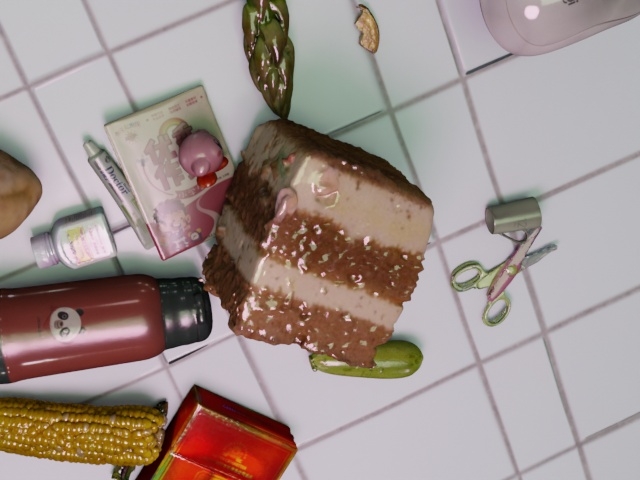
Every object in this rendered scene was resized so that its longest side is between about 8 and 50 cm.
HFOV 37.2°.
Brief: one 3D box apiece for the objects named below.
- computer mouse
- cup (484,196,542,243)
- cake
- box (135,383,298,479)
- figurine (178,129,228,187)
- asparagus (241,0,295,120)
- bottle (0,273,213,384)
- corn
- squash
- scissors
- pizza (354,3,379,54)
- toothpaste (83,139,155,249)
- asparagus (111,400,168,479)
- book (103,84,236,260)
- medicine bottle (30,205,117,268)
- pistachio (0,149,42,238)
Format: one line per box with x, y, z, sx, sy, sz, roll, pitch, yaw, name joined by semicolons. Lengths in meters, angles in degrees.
0.373;-0.381;1.368;0.296;0.121;0.184;-20;108;-5;computer mouse
0.325;-0.034;1.615;0.083;0.054;0.075;-11;139;-7;cup
0.000;0.000;1.422;0.282;0.256;0.290;20;104;-26;cake
-0.204;0.423;1.608;0.197;0.089;0.313;29;98;-19;box
-0.178;-0.125;1.416;0.067;0.083;0.071;-13;124;8;figurine
-0.081;-0.316;1.409;0.080;0.080;0.287;-13;111;-9;asparagus
-0.333;0.127;1.451;0.336;0.144;0.144;-6;109;-12;bottle
-0.402;0.303;1.509;0.313;0.102;0.102;5;106;-4;corn
0.078;0.204;1.617;0.201;0.066;0.066;0;107;-13;squash
0.325;0.052;1.654;0.187;0.020;0.133;-41;108;3;scissors
0.072;-0.327;1.474;0.037;0.016;0.083;-22;115;-7;pizza
-0.301;-0.072;1.458;0.048;0.029;0.197;-36;115;-8;toothpaste
-0.298;0.335;1.587;0.036;0.030;0.165;34;99;1;asparagus
-0.213;-0.102;1.463;0.162;0.022;0.232;-25;112;-14;book
-0.376;0.002;1.448;0.118;0.055;0.074;-17;112;-8;medicine bottle
-0.542;-0.056;1.337;0.293;0.181;0.162;-12;72;-13;pistachio
